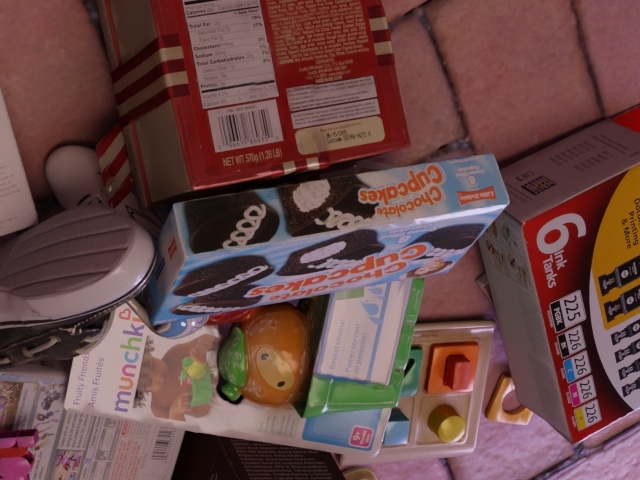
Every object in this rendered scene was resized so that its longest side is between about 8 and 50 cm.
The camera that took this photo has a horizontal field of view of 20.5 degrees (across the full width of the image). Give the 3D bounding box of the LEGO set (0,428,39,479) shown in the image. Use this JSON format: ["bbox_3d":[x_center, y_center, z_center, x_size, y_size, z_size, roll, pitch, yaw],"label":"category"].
[{"bbox_3d":[-0.405,0.264,1.834,0.227,0.087,0.093,-5,108,7],"label":"LEGO set"}]

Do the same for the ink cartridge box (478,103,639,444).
[{"bbox_3d":[0.341,0.031,2.055,0.272,0.130,0.309,-27,121,-16],"label":"ink cartridge box"}]

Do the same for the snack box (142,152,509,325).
[{"bbox_3d":[0.000,0.000,1.698,0.322,0.060,0.187,-10,162,-19],"label":"snack box"}]

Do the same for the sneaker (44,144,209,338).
[{"bbox_3d":[-0.198,-0.003,1.784,0.085,0.086,0.237,-41,82,15],"label":"sneaker"}]

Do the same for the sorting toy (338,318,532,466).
[{"bbox_3d":[0.121,0.187,2.106,0.347,0.047,0.196,-2,116,-23],"label":"sorting toy"}]

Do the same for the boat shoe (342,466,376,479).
[{"bbox_3d":[0.007,0.331,2.128,0.153,0.048,0.056,-32,124,-5],"label":"boat shoe"}]

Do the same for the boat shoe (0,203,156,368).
[{"bbox_3d":[-0.254,0.054,1.738,0.119,0.335,0.121,44,56,-27],"label":"boat shoe"}]

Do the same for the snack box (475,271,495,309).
[{"bbox_3d":[0.254,0.090,2.129,0.064,0.022,0.178,-40,124,-4],"label":"snack box"}]

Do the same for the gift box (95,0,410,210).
[{"bbox_3d":[-0.080,-0.142,1.706,0.255,0.258,0.276,-7,91,-17],"label":"gift box"}]

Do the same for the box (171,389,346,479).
[{"bbox_3d":[-0.045,0.345,1.905,0.143,0.381,0.191,3,121,-26],"label":"box"}]

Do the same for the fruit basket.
[{"bbox_3d":[-0.067,0.056,1.874,0.353,0.165,0.327,11,97,-18],"label":"fruit basket"}]

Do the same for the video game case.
[{"bbox_3d":[-0.288,0.256,1.954,0.244,0.061,0.269,7,112,-28],"label":"video game case"}]

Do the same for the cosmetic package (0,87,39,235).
[{"bbox_3d":[-0.362,-0.110,1.722,0.117,0.085,0.231,-18,119,-15],"label":"cosmetic package"}]
